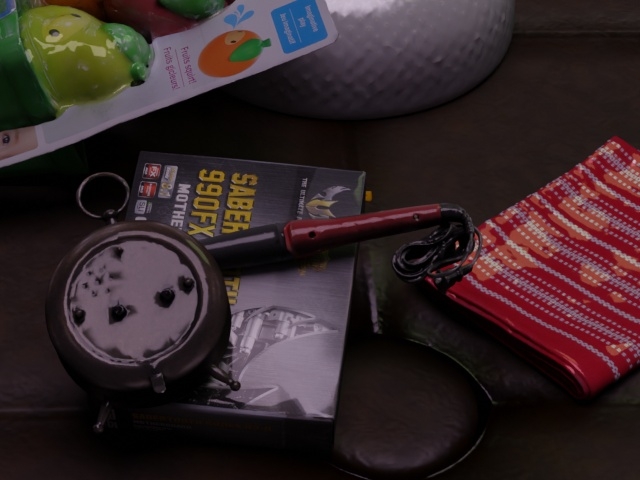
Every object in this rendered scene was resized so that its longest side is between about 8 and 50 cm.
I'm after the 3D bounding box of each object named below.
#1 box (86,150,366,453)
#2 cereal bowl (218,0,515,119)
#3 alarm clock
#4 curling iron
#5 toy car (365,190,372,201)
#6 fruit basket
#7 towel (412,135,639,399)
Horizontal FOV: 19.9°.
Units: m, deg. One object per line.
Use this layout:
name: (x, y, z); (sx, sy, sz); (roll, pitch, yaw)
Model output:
box: (-0.067, 0.043, 1.386); (0.183, 0.056, 0.231); (6, 54, 5)
cereal bowl: (0.021, -0.266, 1.734); (0.339, 0.141, 0.339); (2, 39, -2)
alarm clock: (-0.136, 0.033, 1.303); (0.129, 0.064, 0.192); (-18, 66, -6)
curling iron: (-0.013, 0.009, 1.354); (0.274, 0.035, 0.068); (-2, 55, -3)
toy car: (0.000, 0.000, 1.511); (0.040, 0.060, 0.122); (-22, -1, 42)
fruit basket: (-0.184, -0.209, 1.579); (0.353, 0.165, 0.327); (-24, 42, 7)
towel: (0.231, 0.015, 1.498); (0.275, 0.031, 0.199); (-30, 51, -33)
